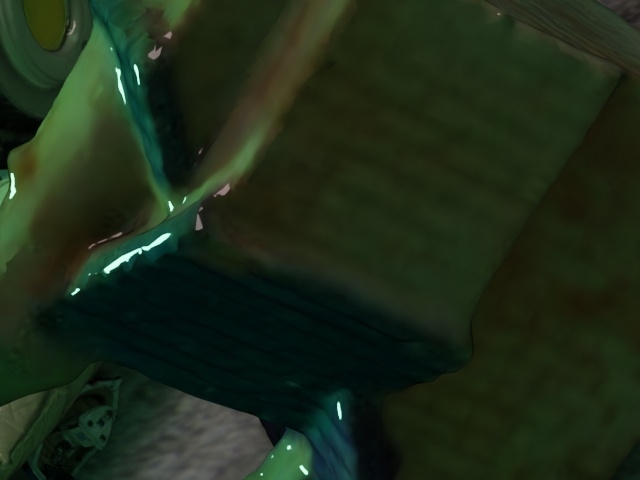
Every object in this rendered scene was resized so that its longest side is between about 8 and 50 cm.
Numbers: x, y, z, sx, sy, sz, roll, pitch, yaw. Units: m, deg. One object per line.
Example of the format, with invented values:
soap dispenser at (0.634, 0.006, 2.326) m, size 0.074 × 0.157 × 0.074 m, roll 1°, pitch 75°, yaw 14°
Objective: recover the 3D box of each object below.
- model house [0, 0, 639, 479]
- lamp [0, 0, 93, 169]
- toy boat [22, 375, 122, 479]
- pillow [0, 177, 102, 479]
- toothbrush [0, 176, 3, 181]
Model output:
model house at (0.000, 0.000, 0.846) m, size 0.280 × 0.312 × 0.245 m, roll -57°, pitch 32°, yaw 15°
lamp at (-0.286, -0.145, 1.325) m, size 0.272 × 0.205 × 0.374 m, roll -14°, pitch 26°, yaw 7°
toy boat at (-0.125, 0.098, 1.011) m, size 0.038 × 0.038 × 0.083 m, roll -2°, pitch 36°, yaw 30°
pillow at (-0.196, 0.054, 1.067) m, size 0.274 × 0.076 × 0.280 m, roll -18°, pitch 30°, yaw 39°
toothbrush at (-0.275, 0.002, 1.268) m, size 0.162 × 0.017 × 0.014 m, roll -31°, pitch 26°, yaw -14°
